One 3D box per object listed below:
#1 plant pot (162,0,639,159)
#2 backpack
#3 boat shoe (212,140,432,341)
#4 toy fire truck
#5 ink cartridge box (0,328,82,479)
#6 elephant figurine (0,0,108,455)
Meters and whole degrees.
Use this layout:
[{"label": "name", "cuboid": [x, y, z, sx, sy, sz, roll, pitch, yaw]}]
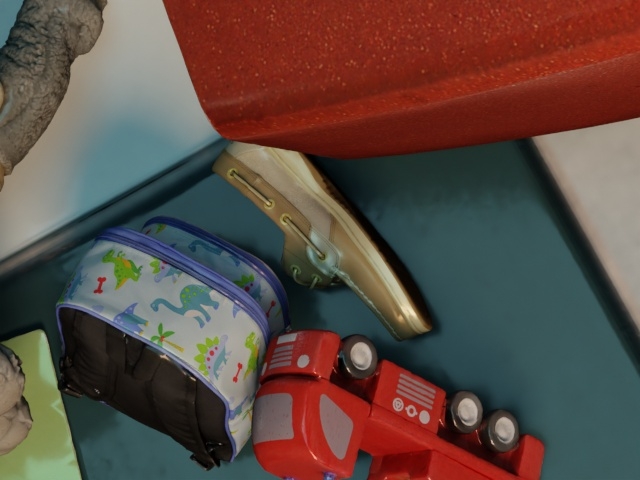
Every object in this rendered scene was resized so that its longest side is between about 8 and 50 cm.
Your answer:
[{"label": "plant pot", "cuboid": [0.057, -0.162, 0.757, 0.235, 0.267, 0.267, -23, 82, 17]}, {"label": "backpack", "cuboid": [-0.067, 0.039, 0.815, 0.105, 0.114, 0.084, 27, 69, 10]}, {"label": "boat shoe", "cuboid": [0.000, 0.000, 0.845, 0.045, 0.050, 0.135, -41, 72, 6]}, {"label": "toy fire truck", "cuboid": [0.043, 0.134, 0.787, 0.192, 0.047, 0.135, 29, 63, -29]}, {"label": "ink cartridge box", "cuboid": [-0.186, 0.177, 0.850, 0.171, 0.056, 0.235, -16, 85, 6]}, {"label": "elephant figurine", "cuboid": [-0.212, -0.015, 0.832, 0.169, 0.186, 0.239, -33, 54, 43]}]
